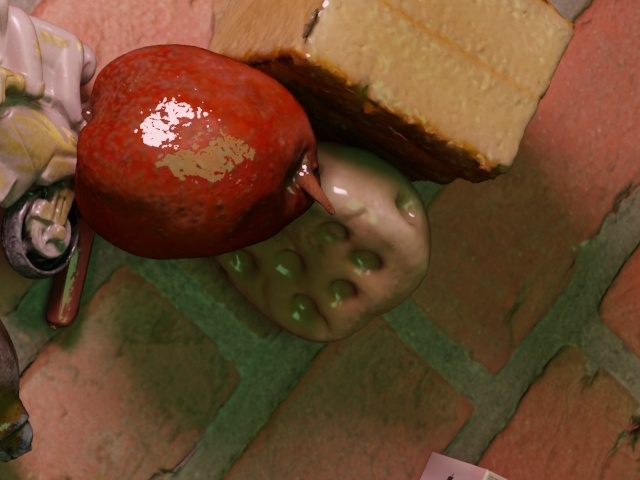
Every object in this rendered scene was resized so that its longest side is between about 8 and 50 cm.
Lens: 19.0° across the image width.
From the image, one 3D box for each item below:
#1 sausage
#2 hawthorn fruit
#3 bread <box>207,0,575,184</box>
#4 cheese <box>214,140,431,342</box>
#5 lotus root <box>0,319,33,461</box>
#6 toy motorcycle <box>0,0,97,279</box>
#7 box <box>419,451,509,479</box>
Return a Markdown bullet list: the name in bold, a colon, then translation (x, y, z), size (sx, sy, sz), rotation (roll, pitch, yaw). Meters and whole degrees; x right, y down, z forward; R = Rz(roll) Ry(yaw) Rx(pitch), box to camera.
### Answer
- **sausage**: translation (-0.253, 0.021, 1.950), size (0.035, 0.030, 0.147), rotation (11, 88, -25)
- **hawthorn fruit**: translation (-0.102, -0.072, 1.829), size (0.262, 0.210, 0.210), rotation (17, 84, 9)
- **bread**: translation (0.064, -0.201, 1.951), size (0.279, 0.279, 0.207), rotation (26, 81, -20)
- **cheese**: translation (0.000, 0.000, 1.980), size (0.235, 0.218, 0.117), rotation (18, 40, 9)
- **lotus root**: translation (-0.379, 0.087, 1.830), size (0.322, 0.158, 0.140), rotation (41, 74, -28)
- **toy motorcycle**: translation (-0.299, -0.138, 1.846), size (0.223, 0.108, 0.341), rotation (-59, 137, -31)
- **box**: translation (0.193, 0.289, 2.112), size (0.130, 0.129, 0.051), rotation (29, 82, -23)
